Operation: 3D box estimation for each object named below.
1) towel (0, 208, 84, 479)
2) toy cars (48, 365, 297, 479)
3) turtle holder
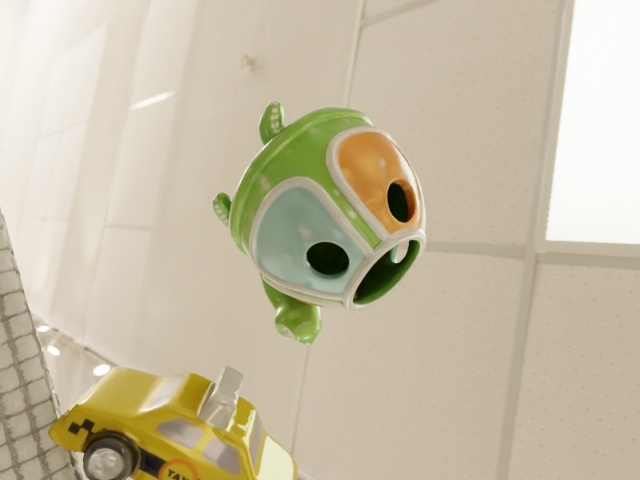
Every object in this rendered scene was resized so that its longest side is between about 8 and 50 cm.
[{"bbox_3d":[-0.332,0.117,0.428,0.121,0.235,0.283,-29,-100,66],"label":"towel"},{"bbox_3d":[-0.020,0.190,0.358,0.394,0.176,0.087,36,-80,36],"label":"toy cars"},{"bbox_3d":[-0.005,-0.008,0.760,0.320,0.243,0.227,-47,-118,10],"label":"turtle holder"}]
